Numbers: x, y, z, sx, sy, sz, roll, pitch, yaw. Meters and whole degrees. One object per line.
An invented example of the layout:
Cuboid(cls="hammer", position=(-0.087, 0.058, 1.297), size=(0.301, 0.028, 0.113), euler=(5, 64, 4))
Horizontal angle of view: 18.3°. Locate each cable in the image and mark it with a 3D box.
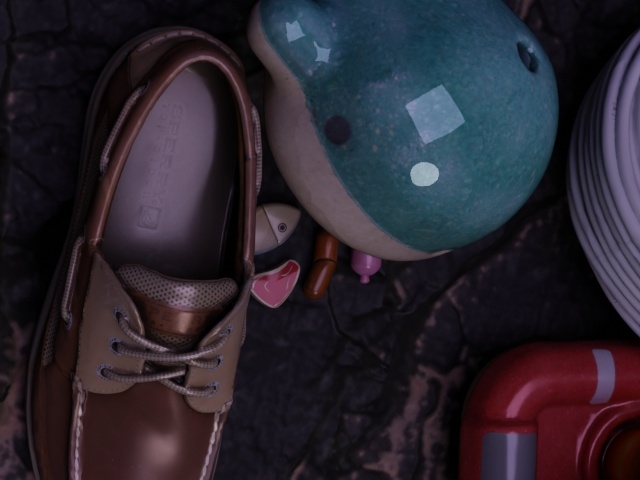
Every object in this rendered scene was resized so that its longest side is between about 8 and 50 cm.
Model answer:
Cuboid(cls="cable", position=(0.282, -0.036, 1.220), size=(0.257, 0.089, 0.257), euler=(-11, 73, -16))

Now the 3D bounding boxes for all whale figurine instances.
Cuboid(cls="whale figurine", position=(0.047, -0.128, 1.124), size=(0.216, 0.141, 0.272), euler=(-3, 76, -55))

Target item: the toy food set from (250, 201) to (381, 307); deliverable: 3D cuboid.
Cuboid(cls="toy food set", position=(0.000, 0.000, 1.200), size=(0.122, 0.019, 0.078), euler=(-35, 104, -14))

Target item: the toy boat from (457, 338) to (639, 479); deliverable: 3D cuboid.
Cuboid(cls="toy boat", position=(0.206, 0.140, 1.215), size=(0.231, 0.151, 0.151), euler=(-1, 95, -19))

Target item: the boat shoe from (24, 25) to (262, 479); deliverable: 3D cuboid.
Cuboid(cls="boat shoe", position=(-0.097, 0.038, 1.113), size=(0.123, 0.116, 0.324), euler=(3, 92, -14))
